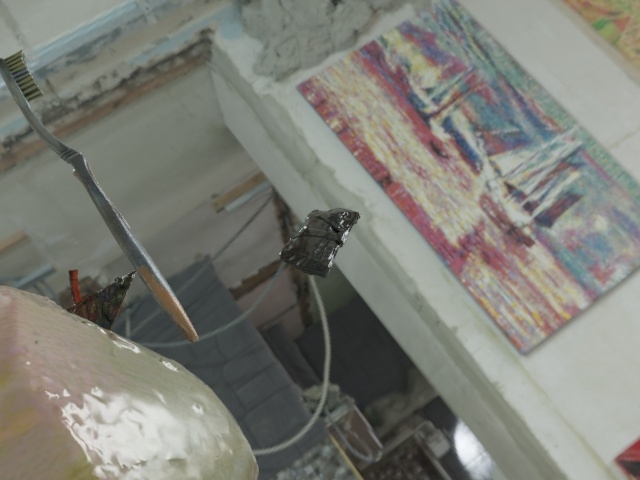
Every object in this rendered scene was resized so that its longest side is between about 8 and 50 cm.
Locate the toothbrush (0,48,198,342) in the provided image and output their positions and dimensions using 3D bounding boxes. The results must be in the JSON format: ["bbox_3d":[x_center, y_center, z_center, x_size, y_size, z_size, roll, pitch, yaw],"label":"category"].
[{"bbox_3d":[-0.234,-0.047,0.756,0.037,0.375,0.028,-33,-9,-13],"label":"toothbrush"}]

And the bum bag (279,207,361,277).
[{"bbox_3d":[0.000,0.000,1.148,0.197,0.087,0.049,-57,-22,-54],"label":"bum bag"}]

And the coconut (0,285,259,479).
[{"bbox_3d":[-0.185,0.183,0.422,0.309,0.297,0.297,-23,-24,-24],"label":"coconut"}]

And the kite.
[{"bbox_3d":[-0.370,0.120,1.140,0.232,0.189,0.009,-28,-30,6],"label":"kite"}]
